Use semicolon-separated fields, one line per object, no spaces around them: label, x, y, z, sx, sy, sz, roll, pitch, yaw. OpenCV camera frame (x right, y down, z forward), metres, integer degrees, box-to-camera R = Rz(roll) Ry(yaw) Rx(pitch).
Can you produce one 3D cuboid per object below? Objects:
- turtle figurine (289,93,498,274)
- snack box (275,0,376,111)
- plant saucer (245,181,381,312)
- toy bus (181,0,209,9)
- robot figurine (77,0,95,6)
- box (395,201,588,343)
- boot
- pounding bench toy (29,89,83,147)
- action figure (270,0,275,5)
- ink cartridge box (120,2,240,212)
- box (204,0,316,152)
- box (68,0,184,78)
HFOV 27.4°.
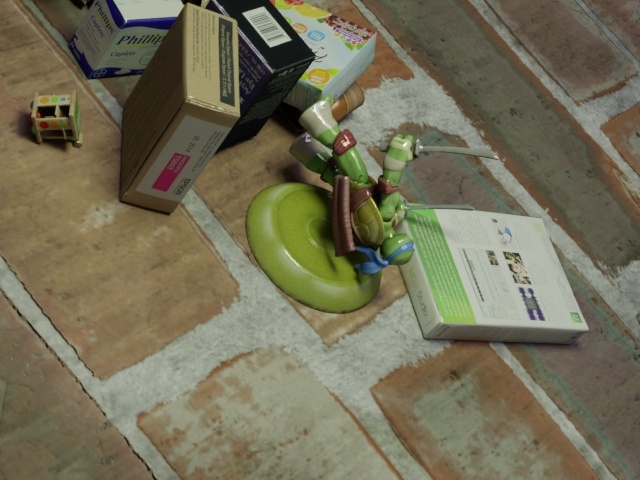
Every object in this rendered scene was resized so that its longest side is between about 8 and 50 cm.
turtle figurine;0.098;-0.106;2.006;0.266;0.275;0.198;48;7;13
snack box;-0.041;-0.307;2.137;0.207;0.070;0.174;26;52;20
plant saucer;0.000;0.000;2.011;0.241;0.037;0.241;20;47;-23
toy bus;-0.191;-0.411;2.156;0.104;0.202;0.191;13;48;14
robot figurine;-0.370;-0.485;2.101;0.291;0.085;0.211;40;47;-2
box;0.271;0.056;2.157;0.322;0.058;0.232;6;52;-35
boot;-0.032;-0.274;2.195;0.152;0.073;0.197;-29;70;-40
pounding bench toy;-0.374;-0.163;1.859;0.065;0.083;0.052;-3;49;-1
action figure;-0.094;-0.409;2.131;0.091;0.139;0.280;12;24;13
ink cartridge box;-0.201;-0.184;1.864;0.088;0.234;0.193;16;48;-25
box;-0.131;-0.258;2.001;0.153;0.207;0.108;50;42;11
box;-0.288;-0.316;1.983;0.126;0.137;0.072;-13;65;-43
